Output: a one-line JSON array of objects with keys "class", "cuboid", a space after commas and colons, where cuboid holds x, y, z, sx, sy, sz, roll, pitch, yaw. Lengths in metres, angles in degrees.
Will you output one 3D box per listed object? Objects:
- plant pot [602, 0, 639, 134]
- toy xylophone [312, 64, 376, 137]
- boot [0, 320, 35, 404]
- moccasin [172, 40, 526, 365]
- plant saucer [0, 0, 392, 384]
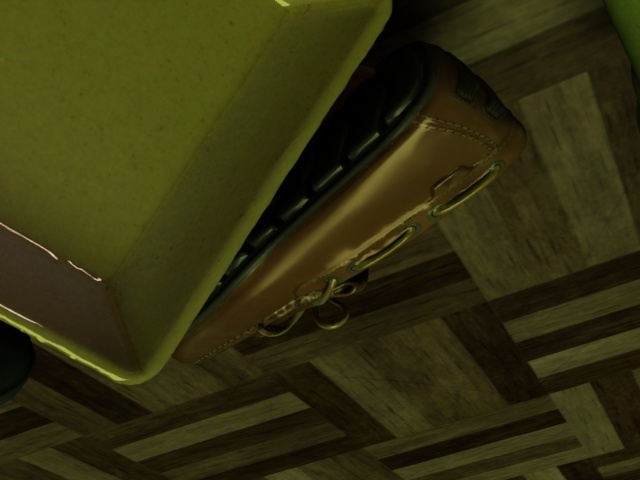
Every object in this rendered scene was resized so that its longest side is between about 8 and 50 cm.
[{"class": "plant pot", "cuboid": [0.278, -0.206, 0.500, 0.276, 0.276, 0.254, -31, 125, 28]}, {"class": "toy xylophone", "cuboid": [-0.049, -0.086, 0.721, 0.323, 0.081, 0.236, 6, 141, -16]}, {"class": "boot", "cuboid": [-0.393, -0.012, 0.733, 0.367, 0.146, 0.445, 15, 133, -29]}, {"class": "moccasin", "cuboid": [0.000, -0.002, 0.673, 0.147, 0.139, 0.380, 33, 119, -29]}, {"class": "plant saucer", "cuboid": [-0.164, -0.128, 0.501, 0.333, 0.081, 0.332, 36, 82, -26]}]
